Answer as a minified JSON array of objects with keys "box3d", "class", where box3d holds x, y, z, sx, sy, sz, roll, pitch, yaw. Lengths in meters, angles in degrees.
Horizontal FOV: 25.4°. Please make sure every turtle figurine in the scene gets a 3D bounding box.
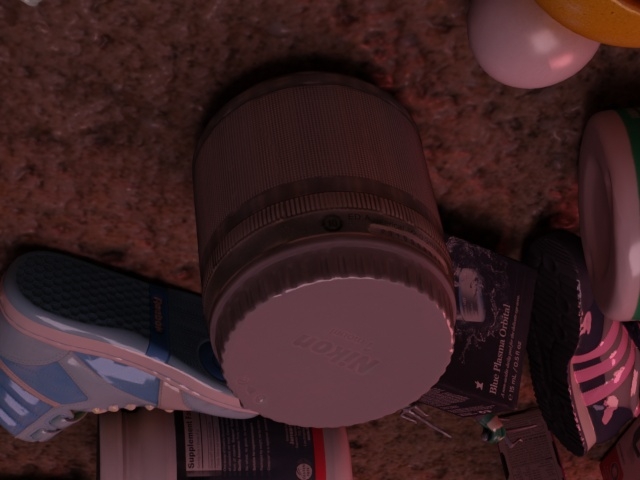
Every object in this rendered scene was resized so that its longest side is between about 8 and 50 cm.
[{"box3d":[0.121,0.158,1.572,0.234,0.118,0.175,11,174,-32],"class":"turtle figurine"}]

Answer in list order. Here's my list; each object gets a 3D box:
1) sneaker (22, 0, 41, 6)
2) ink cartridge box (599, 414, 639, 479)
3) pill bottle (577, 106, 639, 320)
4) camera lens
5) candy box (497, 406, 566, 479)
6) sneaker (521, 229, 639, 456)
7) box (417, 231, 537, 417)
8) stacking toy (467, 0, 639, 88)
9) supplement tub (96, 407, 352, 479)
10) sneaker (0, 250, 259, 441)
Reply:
[{"box3d":[-0.176,-0.253,1.113,0.256,0.094,0.151,11,127,-6],"class":"sneaker"},{"box3d":[0.439,0.273,1.702,0.092,0.158,0.218,12,132,-20],"class":"ink cartridge box"},{"box3d":[0.439,-0.035,1.344,0.361,0.204,0.204,-4,136,0],"class":"pill bottle"},{"box3d":[0.000,0.000,1.270,0.219,0.274,0.219,-5,135,-5],"class":"camera lens"},{"box3d":[0.272,0.339,1.688,0.071,0.233,0.159,-15,136,7],"class":"candy box"},{"box3d":[0.301,0.094,1.560,0.131,0.112,0.319,-28,135,-16],"class":"sneaker"},{"box3d":[0.125,0.084,1.446,0.158,0.156,0.093,20,160,-27],"class":"box"},{"box3d":[0.251,-0.259,1.075,0.351,0.350,0.480,14,147,-22],"class":"stacking toy"},{"box3d":[-0.112,0.271,1.587,0.272,0.191,0.191,1,135,-10],"class":"supplement tub"},{"box3d":[-0.215,0.146,1.496,0.319,0.127,0.208,25,125,-18],"class":"sneaker"}]
